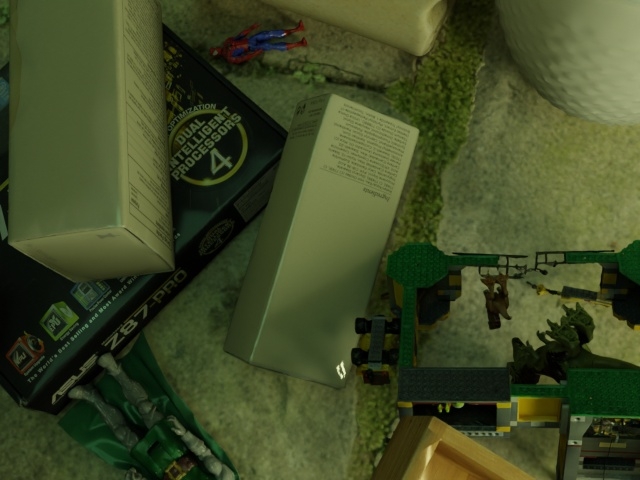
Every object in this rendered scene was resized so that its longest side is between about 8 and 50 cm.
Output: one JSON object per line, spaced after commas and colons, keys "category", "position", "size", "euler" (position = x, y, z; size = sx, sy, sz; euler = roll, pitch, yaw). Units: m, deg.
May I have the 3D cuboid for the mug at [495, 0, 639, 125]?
{"category": "mug", "position": [0.298, -0.301, 0.861], "size": [0.276, 0.328, 0.374], "euler": [-4, 74, 7]}

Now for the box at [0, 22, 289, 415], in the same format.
{"category": "box", "position": [-0.265, -0.058, 1.002], "size": [0.395, 0.097, 0.318], "euler": [-45, 71, -6]}

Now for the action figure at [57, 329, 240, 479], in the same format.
{"category": "action figure", "position": [-0.160, 0.218, 0.925], "size": [0.232, 0.063, 0.137], "euler": [42, 94, 18]}

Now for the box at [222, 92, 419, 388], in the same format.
{"category": "box", "position": [0.000, 0.000, 0.908], "size": [0.113, 0.094, 0.275], "euler": [20, 85, -23]}

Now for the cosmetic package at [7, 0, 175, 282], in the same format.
{"category": "cosmetic package", "position": [-0.223, -0.129, 0.886], "size": [0.113, 0.160, 0.309], "euler": [-7, 72, 6]}

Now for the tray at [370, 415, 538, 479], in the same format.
{"category": "tray", "position": [0.062, 0.361, 0.664], "size": [0.203, 0.076, 0.411], "euler": [33, 73, -9]}

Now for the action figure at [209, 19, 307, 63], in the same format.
{"category": "action figure", "position": [-0.075, -0.233, 1.058], "size": [0.115, 0.030, 0.038], "euler": [-12, 78, 7]}

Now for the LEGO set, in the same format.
{"category": "LEGO set", "position": [0.202, 0.139, 0.863], "size": [0.331, 0.192, 0.255], "euler": [-6, 44, 4]}

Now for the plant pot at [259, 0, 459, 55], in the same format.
{"category": "plant pot", "position": [0.025, -0.357, 0.948], "size": [0.305, 0.334, 0.333], "euler": [28, 80, 4]}
